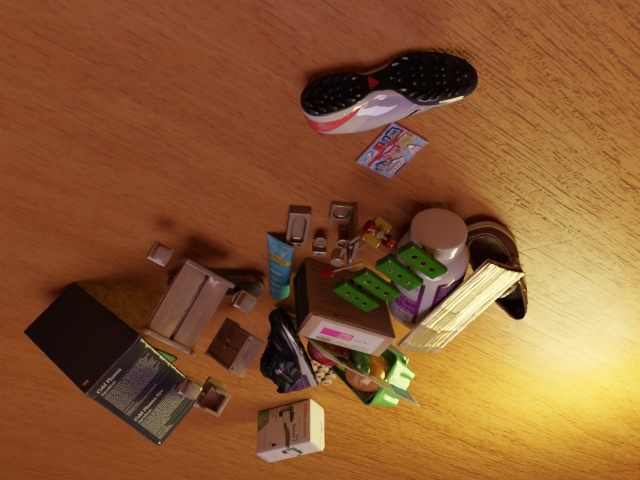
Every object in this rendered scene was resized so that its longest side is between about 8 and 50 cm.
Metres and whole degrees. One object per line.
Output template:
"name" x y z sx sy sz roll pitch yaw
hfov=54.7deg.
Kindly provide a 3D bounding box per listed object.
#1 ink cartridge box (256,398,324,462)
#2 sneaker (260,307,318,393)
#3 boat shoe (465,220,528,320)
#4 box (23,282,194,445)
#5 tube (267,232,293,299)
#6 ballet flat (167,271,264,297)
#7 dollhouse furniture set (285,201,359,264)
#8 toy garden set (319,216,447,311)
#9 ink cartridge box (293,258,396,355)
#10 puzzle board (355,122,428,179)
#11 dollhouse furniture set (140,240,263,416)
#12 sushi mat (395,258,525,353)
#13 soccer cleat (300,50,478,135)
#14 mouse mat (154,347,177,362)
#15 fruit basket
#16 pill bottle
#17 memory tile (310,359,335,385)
"ink cartridge box" -0.104 0.658 2.139 0.220 0.160 0.092 -21 135 20
"sneaker" -0.098 0.290 1.525 0.124 0.107 0.283 -21 130 -2
"boat shoe" 0.438 0.084 1.513 0.123 0.123 0.342 -18 136 19
"box" -0.529 0.317 1.596 0.343 0.179 0.312 25 156 38
"tube" -0.101 0.066 1.539 0.080 0.052 0.207 26 142 18
"ballet flat" -0.267 0.107 1.589 0.250 0.058 0.084 1 139 6
"dollhouse furniture set" 0.000 0.000 1.409 0.152 0.123 0.144 4 139 -6
"toy garden set" 0.114 0.049 1.335 0.204 0.049 0.244 34 135 -26
"ink cartridge box" 0.055 0.167 1.546 0.235 0.193 0.088 19 128 -21
"puzzle board" 0.148 -0.183 1.286 0.097 0.011 0.128 23 134 -25
"dollhouse furniture set" -0.342 0.209 1.507 0.356 0.303 0.174 35 169 -28
"sushi mat" 0.325 0.163 1.454 0.152 0.019 0.316 16 126 -41
"soccer cleat" 0.126 -0.263 1.142 0.319 0.108 0.116 -10 159 8
"mouse mat" -0.558 0.375 1.922 0.190 0.007 0.153 -34 129 31
"fruit basket" 0.074 0.294 1.655 0.353 0.327 0.165 39 87 -28
"pill bottle" 0.256 0.070 1.461 0.170 0.169 0.301 1 139 -2
"memory tile" 0.001 0.425 1.984 0.113 0.012 0.148 12 137 -14
